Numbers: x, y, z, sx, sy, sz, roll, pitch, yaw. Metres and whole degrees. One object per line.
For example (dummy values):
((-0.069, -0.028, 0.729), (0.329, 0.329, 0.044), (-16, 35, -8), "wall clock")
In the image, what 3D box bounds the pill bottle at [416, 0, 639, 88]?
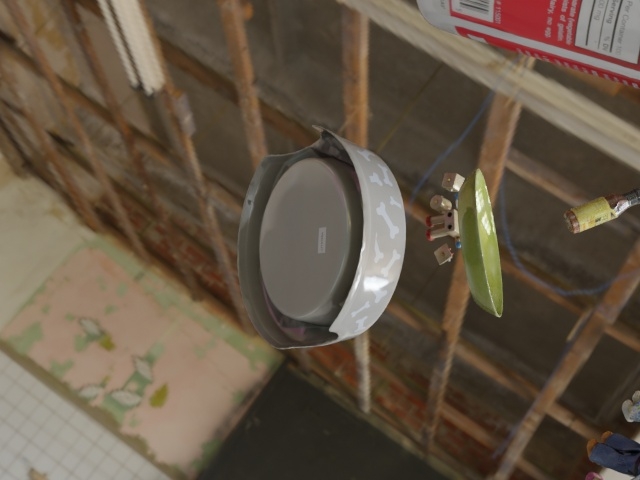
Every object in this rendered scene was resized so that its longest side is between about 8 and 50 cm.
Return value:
((0.327, -0.293, 1.101), (0.407, 0.229, 0.229), (22, -23, 22), "pill bottle")

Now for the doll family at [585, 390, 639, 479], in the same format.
((0.455, 0.285, 1.369), (0.118, 0.263, 0.163), (58, -19, -20), "doll family")

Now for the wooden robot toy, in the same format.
((0.242, -0.031, 1.830), (0.076, 0.173, 0.079), (-13, -24, 39), "wooden robot toy")

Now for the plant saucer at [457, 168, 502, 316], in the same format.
((0.255, 0.006, 1.618), (0.037, 0.241, 0.241), (-9, -37, 15), "plant saucer")

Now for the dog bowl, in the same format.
((0.000, 0.000, 1.560), (0.102, 0.349, 0.348), (6, 1, -34), "dog bowl")

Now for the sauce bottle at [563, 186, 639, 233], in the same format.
((0.459, -0.051, 1.625), (0.042, 0.128, 0.042), (-22, 90, -89), "sauce bottle")
